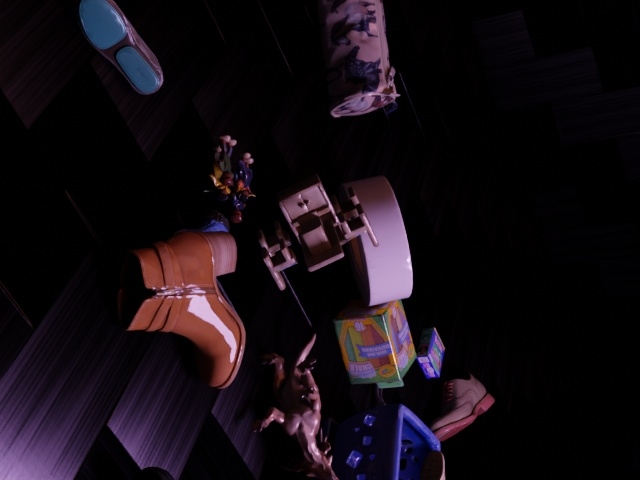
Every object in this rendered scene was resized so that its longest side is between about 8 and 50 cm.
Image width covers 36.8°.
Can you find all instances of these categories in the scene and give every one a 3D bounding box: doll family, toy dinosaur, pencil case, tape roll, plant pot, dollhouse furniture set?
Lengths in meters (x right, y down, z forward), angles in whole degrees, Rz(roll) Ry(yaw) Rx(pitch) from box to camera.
[{"bbox_3d":[-0.165,-0.107,1.793,0.193,0.076,0.111,38,45,-59],"label":"doll family"},{"bbox_3d":[-0.040,0.334,1.869,0.296,0.127,0.200,-90,163,-44],"label":"toy dinosaur"},{"bbox_3d":[0.090,-0.507,2.303,0.160,0.183,0.411,9,73,-62],"label":"pencil case"},{"bbox_3d":[0.120,-0.001,2.156,0.286,0.100,0.286,167,-90,-85],"label":"tape roll"},{"bbox_3d":[0.110,0.493,2.007,0.236,0.212,0.236,47,42,-48],"label":"plant pot"},{"bbox_3d":[0.000,0.000,1.945,0.242,0.212,0.161,-108,172,-59],"label":"dollhouse furniture set"}]

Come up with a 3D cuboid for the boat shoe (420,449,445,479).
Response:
[{"bbox_3d":[0.230,0.497,1.959,0.045,0.050,0.135,37,60,-59],"label":"boat shoe"}]

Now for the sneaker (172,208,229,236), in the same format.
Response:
[{"bbox_3d":[-0.208,-0.018,1.694,0.152,0.058,0.085,25,57,-55],"label":"sneaker"}]

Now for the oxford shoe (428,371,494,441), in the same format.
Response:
[{"bbox_3d":[0.368,0.464,2.688,0.130,0.123,0.348,57,26,9],"label":"oxford shoe"}]

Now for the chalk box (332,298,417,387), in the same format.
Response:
[{"bbox_3d":[0.132,0.249,2.215,0.132,0.132,0.213,-40,117,-61],"label":"chalk box"}]

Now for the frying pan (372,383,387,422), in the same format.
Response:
[{"bbox_3d":[0.148,0.454,2.290,0.197,0.053,0.326,64,34,-32],"label":"frying pan"}]

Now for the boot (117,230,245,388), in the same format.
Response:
[{"bbox_3d":[-0.227,0.127,1.568,0.220,0.109,0.284,-14,114,-53],"label":"boot"}]

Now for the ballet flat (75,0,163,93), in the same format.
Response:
[{"bbox_3d":[-0.328,-0.326,1.554,0.213,0.072,0.068,56,9,-43],"label":"ballet flat"}]

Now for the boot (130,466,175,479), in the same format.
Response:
[{"bbox_3d":[-0.203,0.439,1.519,0.207,0.094,0.247,-25,111,-59],"label":"boot"}]

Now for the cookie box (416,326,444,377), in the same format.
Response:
[{"bbox_3d":[0.303,0.308,2.645,0.092,0.040,0.107,61,32,-34],"label":"cookie box"}]
